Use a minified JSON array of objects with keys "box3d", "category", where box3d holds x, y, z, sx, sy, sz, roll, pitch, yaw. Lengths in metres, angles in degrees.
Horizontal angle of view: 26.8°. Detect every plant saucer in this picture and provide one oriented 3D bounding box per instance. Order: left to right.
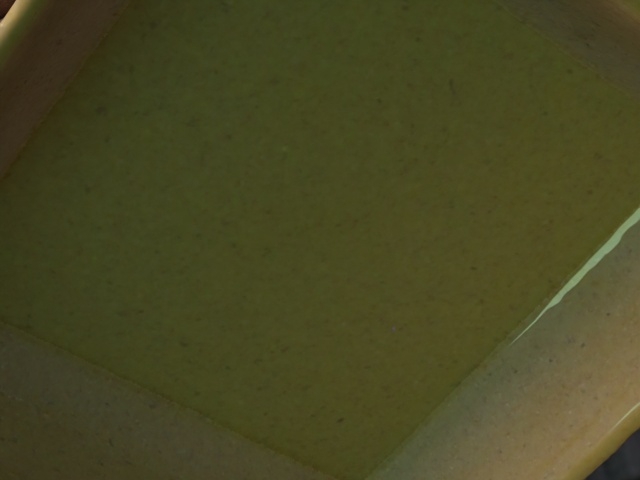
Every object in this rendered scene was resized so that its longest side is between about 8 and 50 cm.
[{"box3d":[0.000,0.000,0.564,0.333,0.081,0.332,30,115,-26],"category":"plant saucer"}]

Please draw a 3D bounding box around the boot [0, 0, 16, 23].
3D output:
[{"box3d":[-0.239,-0.159,0.706,0.305,0.115,0.112,-8,93,25],"category":"boot"}]
